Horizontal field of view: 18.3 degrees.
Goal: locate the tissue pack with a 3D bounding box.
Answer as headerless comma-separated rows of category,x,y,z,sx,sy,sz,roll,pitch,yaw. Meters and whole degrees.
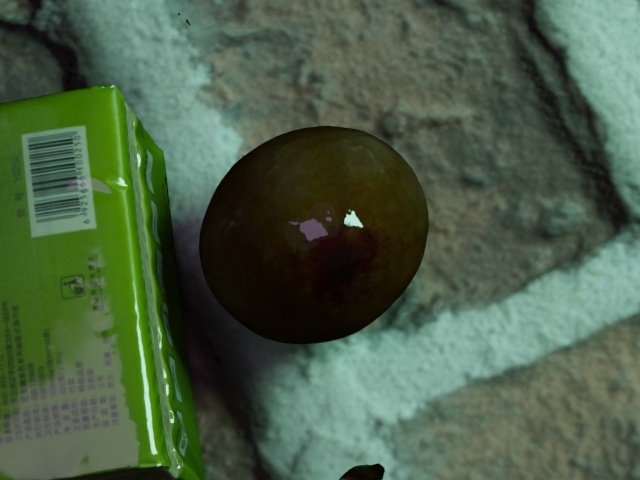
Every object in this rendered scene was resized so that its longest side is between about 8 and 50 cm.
tissue pack,-0.204,0.057,1.390,0.200,0.167,0.274,-10,72,5

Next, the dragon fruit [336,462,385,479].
dragon fruit,-0.002,0.272,1.261,0.299,0.244,0.244,-13,70,22

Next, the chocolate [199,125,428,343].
chocolate,0.000,0.000,1.381,0.177,0.177,0.176,-2,72,6
